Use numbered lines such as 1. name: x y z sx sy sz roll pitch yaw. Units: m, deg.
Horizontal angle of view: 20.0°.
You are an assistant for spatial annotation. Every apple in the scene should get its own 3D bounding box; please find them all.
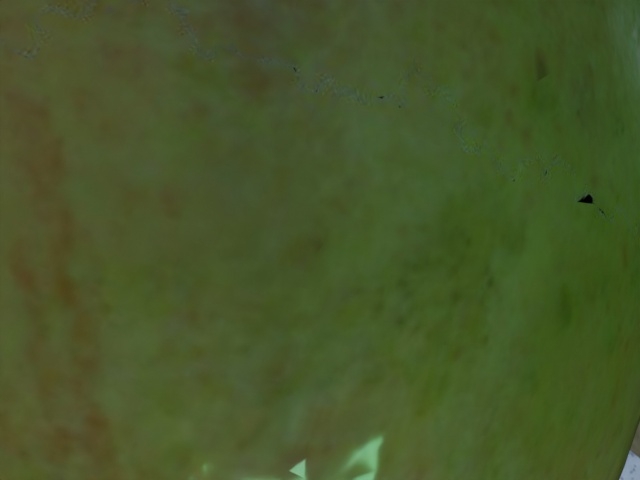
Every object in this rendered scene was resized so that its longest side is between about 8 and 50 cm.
1. apple: -0.062 0.005 0.473 0.319 0.277 0.319 -8 -177 0
